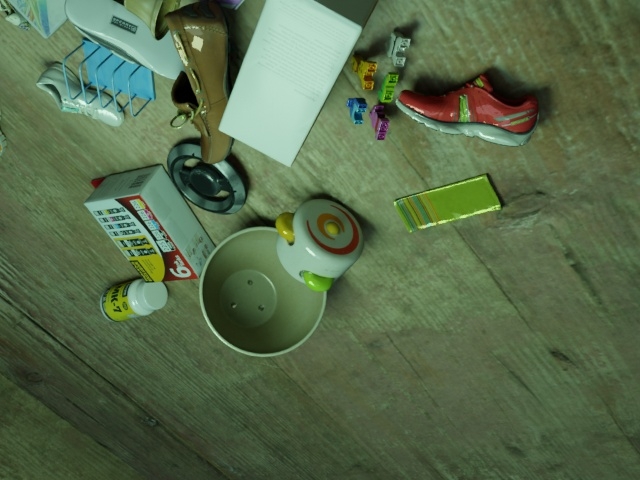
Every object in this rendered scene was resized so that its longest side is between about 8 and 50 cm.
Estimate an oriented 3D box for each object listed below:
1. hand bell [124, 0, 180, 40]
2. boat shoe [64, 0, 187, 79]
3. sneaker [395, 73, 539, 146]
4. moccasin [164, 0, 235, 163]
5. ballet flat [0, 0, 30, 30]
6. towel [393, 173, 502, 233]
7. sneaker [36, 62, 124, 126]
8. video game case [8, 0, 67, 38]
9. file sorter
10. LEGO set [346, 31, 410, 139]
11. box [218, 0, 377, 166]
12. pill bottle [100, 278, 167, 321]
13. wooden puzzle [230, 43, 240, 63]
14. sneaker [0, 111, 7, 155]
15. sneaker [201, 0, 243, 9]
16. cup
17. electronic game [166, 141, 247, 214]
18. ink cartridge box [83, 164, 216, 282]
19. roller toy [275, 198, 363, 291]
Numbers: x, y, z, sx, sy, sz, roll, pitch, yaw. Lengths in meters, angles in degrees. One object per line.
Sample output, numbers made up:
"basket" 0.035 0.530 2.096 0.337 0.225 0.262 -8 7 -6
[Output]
"hand bell" -0.414 -0.511 1.275 0.242 0.126 0.126 25 137 -3
"boat shoe" -0.399 -0.431 1.375 0.301 0.108 0.102 21 176 -21
"sneaker" 0.291 -0.274 1.262 0.279 0.107 0.118 13 117 6
"moccasin" -0.256 -0.308 1.332 0.147 0.139 0.380 -15 150 -14
"ballet flat" -0.710 -0.523 1.451 0.041 0.041 0.114 -7 129 28
"towel" 0.292 -0.082 1.483 0.237 0.021 0.102 -15 126 33
"sneaker" -0.584 -0.332 1.546 0.212 0.094 0.080 34 134 -12
"video game case" -0.615 -0.624 1.316 0.300 0.036 0.329 -22 121 37
"file sorter" -0.483 -0.368 1.462 0.170 0.104 0.118 16 137 7
"LEGO set" 0.101 -0.324 1.291 0.087 0.093 0.227 -3 134 -18
"box" -0.039 -0.351 1.215 0.168 0.215 0.345 28 137 -6
"pill bottle" -0.595 0.188 2.039 0.208 0.119 0.119 -16 124 33
"wooden puzzle" -0.208 -0.410 1.379 0.083 0.006 0.049 40 134 -17
"sneaker" -0.911 -0.311 1.711 0.083 0.084 0.215 25 138 4
"sneaker" -0.166 -0.552 1.166 0.161 0.102 0.282 21 147 -4
"cup" -0.175 0.148 1.722 0.331 0.331 0.237 32 161 -9
"electronic game" -0.291 -0.155 1.630 0.229 0.048 0.229 18 140 16
"ink cartridge box" -0.490 -0.033 1.773 0.271 0.130 0.309 -7 130 29
"roller toy" 0.000 0.000 1.560 0.209 0.191 0.146 49 137 7
